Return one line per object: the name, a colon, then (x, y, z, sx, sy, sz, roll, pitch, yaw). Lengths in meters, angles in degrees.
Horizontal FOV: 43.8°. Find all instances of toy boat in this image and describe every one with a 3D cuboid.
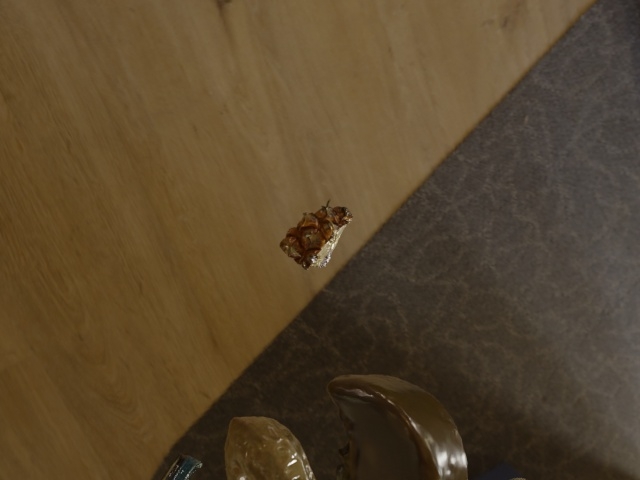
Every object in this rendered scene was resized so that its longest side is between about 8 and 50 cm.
toy boat: (-0.233, 0.406, 1.320, 0.061, 0.137, 0.060, 42, 115, -7)

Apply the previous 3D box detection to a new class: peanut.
peanut: (-0.036, 0.361, 1.085, 0.120, 0.136, 0.298, -41, 104, -37)

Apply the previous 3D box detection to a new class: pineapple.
pineapple: (0.000, 0.000, 1.337, 0.137, 0.069, 0.116, -39, 155, -22)

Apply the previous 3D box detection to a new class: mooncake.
mooncake: (0.117, 0.498, 1.720, 0.394, 0.393, 0.246, -44, 153, 26)

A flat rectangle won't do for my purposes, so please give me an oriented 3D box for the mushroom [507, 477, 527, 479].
mushroom: (0.377, 0.683, 1.710, 0.122, 0.159, 0.328, 15, 60, -2)
